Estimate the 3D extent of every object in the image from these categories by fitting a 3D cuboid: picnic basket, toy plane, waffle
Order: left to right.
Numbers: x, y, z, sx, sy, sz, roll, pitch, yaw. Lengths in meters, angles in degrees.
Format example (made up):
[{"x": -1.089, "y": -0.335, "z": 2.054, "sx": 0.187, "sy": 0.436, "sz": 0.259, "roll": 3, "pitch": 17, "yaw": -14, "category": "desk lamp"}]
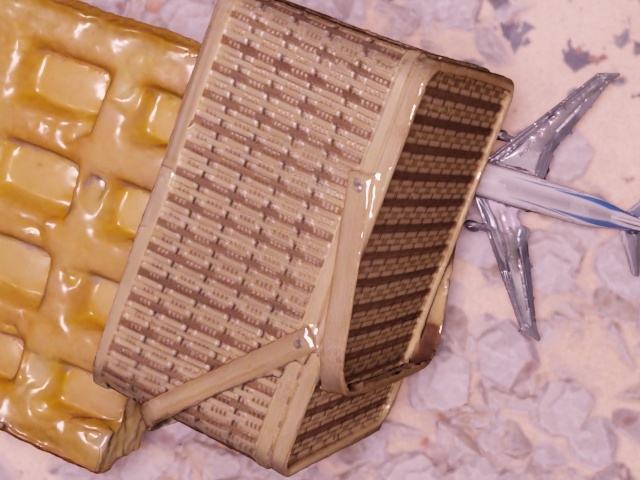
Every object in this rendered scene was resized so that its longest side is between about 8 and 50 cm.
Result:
[{"x": -0.239, "y": -0.031, "z": 1.047, "sx": 0.304, "sy": 0.077, "sz": 0.348, "roll": 22, "pitch": 101, "yaw": 13, "category": "waffle"}, {"x": 0.000, "y": 0.000, "z": 0.989, "sx": 0.175, "sy": 0.228, "sz": 0.313, "roll": 23, "pitch": 100, "yaw": 19, "category": "picnic basket"}, {"x": 0.169, "y": -0.038, "z": 1.102, "sx": 0.226, "sy": 0.058, "sz": 0.226, "roll": 16, "pitch": 92, "yaw": 3, "category": "toy plane"}]
